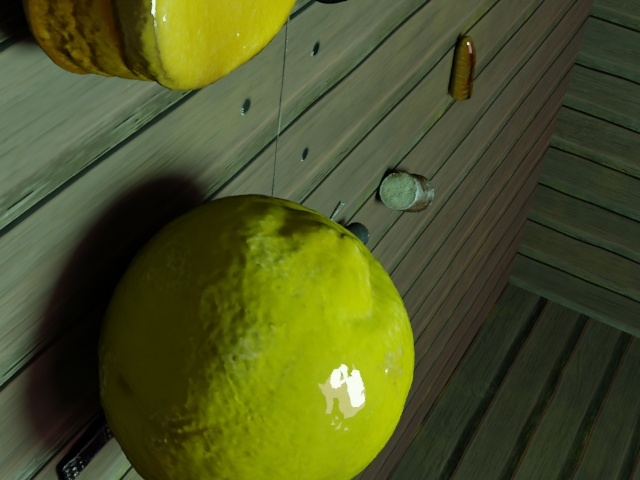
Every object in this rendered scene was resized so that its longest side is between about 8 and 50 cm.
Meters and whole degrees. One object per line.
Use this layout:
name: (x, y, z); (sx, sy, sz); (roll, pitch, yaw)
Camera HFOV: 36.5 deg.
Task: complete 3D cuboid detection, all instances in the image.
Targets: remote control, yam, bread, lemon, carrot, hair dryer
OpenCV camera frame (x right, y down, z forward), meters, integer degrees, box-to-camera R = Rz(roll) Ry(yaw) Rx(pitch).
remote control: (-0.260, 0.232, 1.095); (0.096, 0.014, 0.039); (-50, 156, -37)
yam: (0.160, -0.089, 1.777); (0.079, 0.079, 0.141); (-69, 161, 8)
bread: (-0.112, -0.224, 0.747); (0.270, 0.142, 0.195); (-49, 153, -46)
lemon: (-0.070, 0.122, 1.011); (0.348, 0.348, 0.348); (-54, 158, -33)
carrot: (0.276, -0.333, 1.849); (0.048, 0.048, 0.139); (-53, 156, -36)
hair dryer: (-0.002, 0.073, 1.567); (0.173, 0.050, 0.195); (-24, 140, -60)

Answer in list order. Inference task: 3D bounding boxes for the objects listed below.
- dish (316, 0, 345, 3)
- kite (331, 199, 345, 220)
dish: (0.023, -0.403, 0.972); (0.316, 0.106, 0.316); (-54, 160, -30)
kite: (0.000, 0.000, 1.548); (0.157, 0.011, 0.139); (-59, 164, -17)
